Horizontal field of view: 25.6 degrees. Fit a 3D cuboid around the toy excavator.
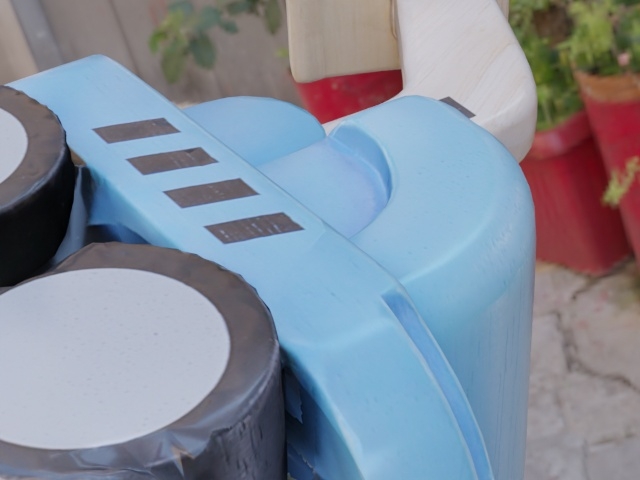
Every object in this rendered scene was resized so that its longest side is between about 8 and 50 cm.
[{"bbox_3d":[0.000,0.000,0.625,0.445,0.222,0.433,-21,38,-27],"label":"toy excavator"}]
